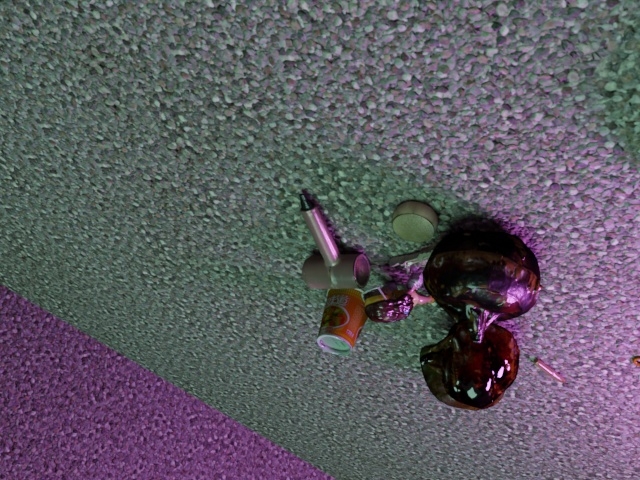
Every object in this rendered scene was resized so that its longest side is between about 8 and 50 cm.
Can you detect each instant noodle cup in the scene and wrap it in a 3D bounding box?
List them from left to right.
[{"bbox_3d":[0.069,0.258,2.097,0.169,0.184,0.168,14,143,11],"label":"instant noodle cup"}]

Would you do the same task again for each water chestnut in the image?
[{"bbox_3d":[0.459,0.364,1.984,0.244,0.289,0.289,43,153,29],"label":"water chestnut"},{"bbox_3d":[0.404,0.117,1.670,0.300,0.300,0.300,14,143,11],"label":"water chestnut"}]

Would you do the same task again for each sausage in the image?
[{"bbox_3d":[0.725,0.415,2.086,0.132,0.024,0.024,36,142,-16],"label":"sausage"}]

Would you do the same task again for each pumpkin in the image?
[{"bbox_3d":[0.475,0.460,2.178,0.313,0.148,0.169,14,147,5],"label":"pumpkin"}]

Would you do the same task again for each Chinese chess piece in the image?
[{"bbox_3d":[0.247,-0.049,1.728,0.122,0.051,0.122,13,143,10],"label":"Chinese chess piece"}]

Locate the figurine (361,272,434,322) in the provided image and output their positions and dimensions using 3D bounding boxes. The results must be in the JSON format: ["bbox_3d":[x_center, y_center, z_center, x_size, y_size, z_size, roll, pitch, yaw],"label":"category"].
[{"bbox_3d":[0.227,0.174,1.924,0.175,0.240,0.115,-26,81,49],"label":"figurine"}]

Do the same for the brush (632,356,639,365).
[{"bbox_3d":[1.052,0.373,1.869,0.315,0.017,0.090,10,140,17],"label":"brush"}]

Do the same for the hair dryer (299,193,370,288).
[{"bbox_3d":[0.000,0.000,1.903,0.190,0.106,0.344,-2,129,33],"label":"hair dryer"}]

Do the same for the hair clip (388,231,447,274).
[{"bbox_3d":[0.287,0.038,1.830,0.072,0.034,0.226,33,141,-20],"label":"hair clip"}]
